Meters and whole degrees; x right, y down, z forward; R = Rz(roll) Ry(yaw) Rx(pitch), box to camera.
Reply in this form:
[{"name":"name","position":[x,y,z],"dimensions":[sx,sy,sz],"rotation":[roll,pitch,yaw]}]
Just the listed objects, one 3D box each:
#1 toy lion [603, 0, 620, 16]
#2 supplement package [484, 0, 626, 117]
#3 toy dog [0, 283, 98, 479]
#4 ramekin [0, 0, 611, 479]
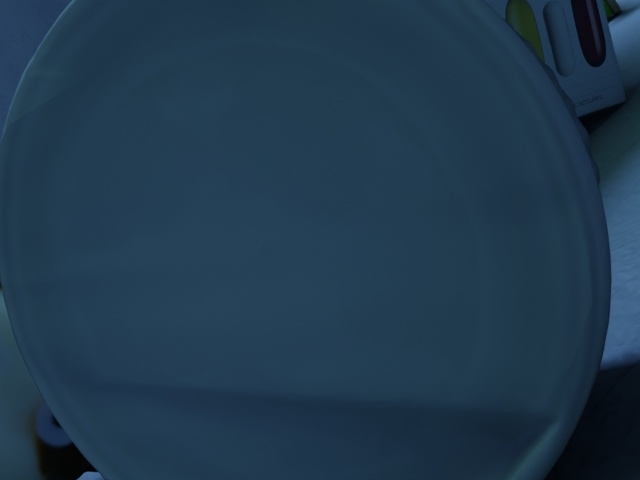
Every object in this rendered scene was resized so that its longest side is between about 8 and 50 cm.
[{"name":"toy lion","position":[0.280,-0.277,1.175],"dimensions":[0.034,0.100,0.096],"rotation":[-37,29,10]},{"name":"supplement package","position":[0.067,-0.138,0.868],"dimensions":[0.262,0.145,0.204],"rotation":[-20,9,-23]},{"name":"toy dog","position":[-0.319,0.147,0.902],"dimensions":[0.408,0.284,0.395],"rotation":[-22,15,39]},{"name":"ramekin","position":[0.000,0.000,0.483],"dimensions":[0.273,0.272,0.127],"rotation":[-32,0,28]}]
